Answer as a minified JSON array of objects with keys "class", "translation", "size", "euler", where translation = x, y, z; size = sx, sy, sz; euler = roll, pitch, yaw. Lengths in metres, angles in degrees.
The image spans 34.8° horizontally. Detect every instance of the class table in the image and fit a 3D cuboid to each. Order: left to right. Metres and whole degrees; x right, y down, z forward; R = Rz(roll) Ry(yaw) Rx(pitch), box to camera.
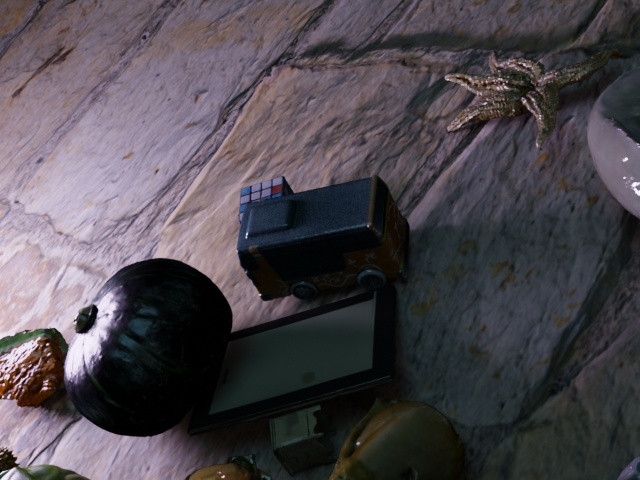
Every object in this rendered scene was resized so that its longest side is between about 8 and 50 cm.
[{"class":"table","translation":[-0.023,0.304,1.555],"size":[0.083,0.079,0.062],"euler":[-19,42,10]}]

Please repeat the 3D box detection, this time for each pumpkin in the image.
[{"class":"pumpkin","translation":[-0.296,0.169,1.686],"size":[0.315,0.238,0.315],"euler":[-45,23,25]}]

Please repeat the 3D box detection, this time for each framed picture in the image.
[{"class":"framed picture","translation":[-0.040,0.190,1.665],"size":[0.346,0.016,0.265],"euler":[-17,27,13]}]

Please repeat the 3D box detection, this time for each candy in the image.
[{"class":"candy","translation":[0.604,-0.154,1.555],"size":[0.386,0.186,0.427],"euler":[-28,39,-9]}]

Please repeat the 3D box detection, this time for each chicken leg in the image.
[{"class":"chicken leg","translation":[0.042,0.333,1.331],"size":[0.429,0.201,0.152],"euler":[-19,-15,-43]}]

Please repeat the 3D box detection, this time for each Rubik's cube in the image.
[{"class":"Rubik's cube","translation":[-0.093,-0.049,1.919],"size":[0.092,0.092,0.092],"euler":[-16,44,16]}]

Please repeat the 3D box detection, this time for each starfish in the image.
[{"class":"starfish","translation":[0.354,-0.262,1.879],"size":[0.293,0.084,0.301],"euler":[11,53,41]}]

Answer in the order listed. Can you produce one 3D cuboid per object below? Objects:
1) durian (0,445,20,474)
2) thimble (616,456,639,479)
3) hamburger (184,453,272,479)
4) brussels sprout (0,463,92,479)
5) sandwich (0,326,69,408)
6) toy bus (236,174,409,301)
[{"class":"durian","translation":[-0.556,0.428,1.677],"size":[0.137,0.168,0.158],"euler":[24,35,27]},{"class":"thimble","translation":[0.456,0.348,1.184],"size":[0.245,0.157,0.217],"euler":[-2,50,27]},{"class":"hamburger","translation":[-0.127,0.380,1.546],"size":[0.176,0.087,0.102],"euler":[2,38,41]},{"class":"brussels sprout","translation":[-0.421,0.461,1.502],"size":[0.294,0.227,0.259],"euler":[-7,41,-7]},{"class":"sandwich","translation":[-0.552,0.248,1.900],"size":[0.184,0.109,0.160],"euler":[-25,62,4]},{"class":"toy bus","translation":[0.000,0.000,1.766],"size":[0.275,0.167,0.139],"euler":[-11,46,21]}]
